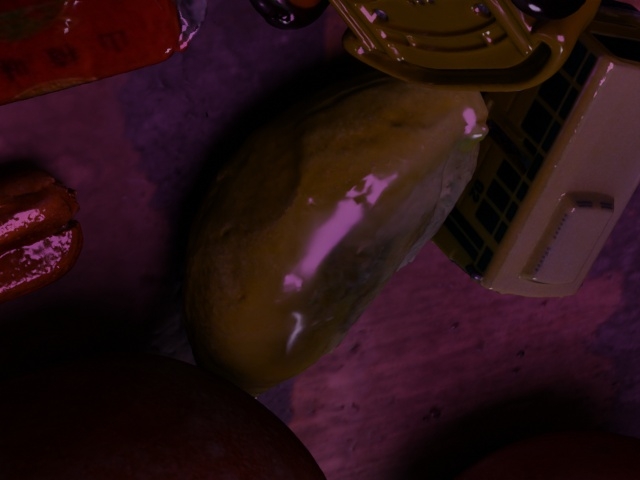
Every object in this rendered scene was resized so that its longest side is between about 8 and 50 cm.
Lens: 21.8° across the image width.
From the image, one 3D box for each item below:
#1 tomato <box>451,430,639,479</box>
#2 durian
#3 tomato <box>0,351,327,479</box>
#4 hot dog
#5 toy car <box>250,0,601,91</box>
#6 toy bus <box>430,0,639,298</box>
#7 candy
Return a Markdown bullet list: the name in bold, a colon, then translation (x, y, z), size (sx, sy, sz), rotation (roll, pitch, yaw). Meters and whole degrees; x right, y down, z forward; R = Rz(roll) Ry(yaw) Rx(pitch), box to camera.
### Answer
- **tomato**: translation (0.185, 0.255, 1.151), size (0.265, 0.265, 0.265), rotation (-17, 132, -20)
- **durian**: translation (0.000, 0.000, 0.931), size (0.139, 0.101, 0.250), rotation (25, 109, -43)
- **tomato**: translation (-0.120, 0.174, 0.888), size (0.270, 0.270, 0.223), rotation (-25, 98, -13)
- **hot dog**: translation (-0.198, 0.013, 0.856), size (0.165, 0.045, 0.071), rotation (-24, 132, -14)
- **toy car**: translation (0.040, -0.188, 0.762), size (0.248, 0.200, 0.142), rotation (50, 62, -37)
- **toy bus**: translation (0.136, -0.051, 0.978), size (0.088, 0.101, 0.175), rotation (4, 123, -35)
- **candy**: translation (-0.141, -0.104, 0.748), size (0.292, 0.059, 0.086), rotation (-14, 138, 10)
